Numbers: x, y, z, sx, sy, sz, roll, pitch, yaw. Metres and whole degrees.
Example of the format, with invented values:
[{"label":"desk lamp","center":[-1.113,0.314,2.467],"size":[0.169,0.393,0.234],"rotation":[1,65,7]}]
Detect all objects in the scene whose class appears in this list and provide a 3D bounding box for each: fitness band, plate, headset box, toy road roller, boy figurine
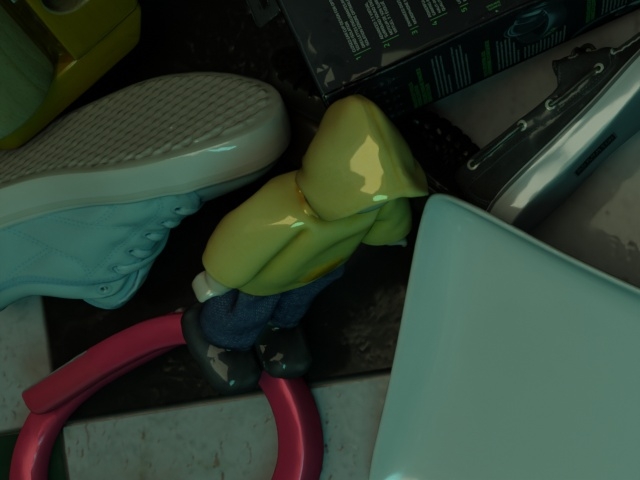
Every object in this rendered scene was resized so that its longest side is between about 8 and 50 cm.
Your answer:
[{"label":"fitness band","center":[-0.133,0.178,1.363],"size":[0.291,0.054,0.209],"rotation":[-30,80,21]},{"label":"plate","center":[0.177,0.128,1.185],"size":[0.277,0.045,0.278],"rotation":[25,125,24]},{"label":"headset box","center":[0.071,-0.237,1.193],"size":[0.283,0.131,0.246],"rotation":[-25,77,2]},{"label":"toy road roller","center":[-0.246,-0.261,1.320],"size":[0.329,0.202,0.240],"rotation":[-45,56,-6]},{"label":"boy figurine","center":[0.000,0.000,1.194],"size":[0.092,0.177,0.285],"rotation":[63,144,21]}]

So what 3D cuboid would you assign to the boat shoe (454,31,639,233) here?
[{"label":"boat shoe","center":[0.189,-0.100,1.204],"size":[0.228,0.080,0.076],"rotation":[-46,68,6]}]

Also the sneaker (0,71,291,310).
[{"label":"sneaker","center":[-0.157,-0.026,1.338],"size":[0.366,0.135,0.150],"rotation":[-11,125,34]}]

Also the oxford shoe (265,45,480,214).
[{"label":"oxford shoe","center":[0.050,-0.055,1.284],"size":[0.227,0.083,0.096],"rotation":[34,127,16]}]
